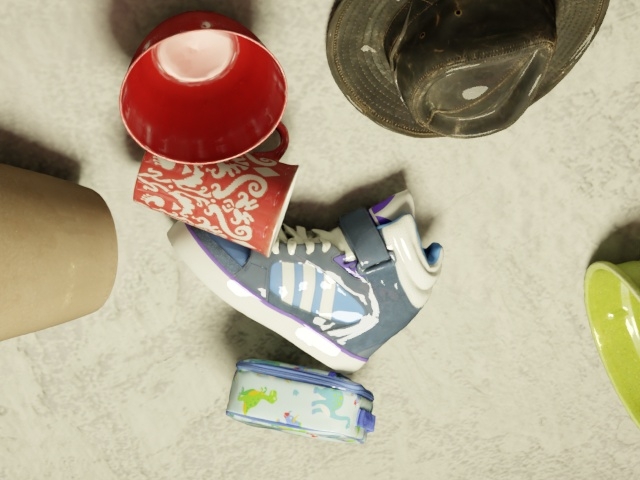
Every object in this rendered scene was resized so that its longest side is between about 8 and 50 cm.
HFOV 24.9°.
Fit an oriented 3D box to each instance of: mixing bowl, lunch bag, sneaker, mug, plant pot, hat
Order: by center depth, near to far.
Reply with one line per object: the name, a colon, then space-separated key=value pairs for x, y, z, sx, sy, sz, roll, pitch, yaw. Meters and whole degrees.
mixing bowl: x=-0.132 y=-0.183 z=1.584 sx=0.181 sy=0.098 sz=0.181 roll=-7 pitch=134 yaw=-7
hat: x=0.176 y=-0.208 z=1.607 sx=0.331 sy=0.134 sz=0.331 roll=-6 pitch=133 yaw=-6
plant pot: x=-0.360 y=0.012 z=1.639 sx=0.229 sy=0.263 sz=0.263 roll=-1 pitch=135 yaw=-35
mug: x=-0.117 y=-0.073 z=1.681 sx=0.169 sy=0.150 sz=0.113 roll=18 pitch=141 yaw=0
sneaker: x=0.000 y=0.000 z=1.789 sx=0.323 sy=0.130 sz=0.236 roll=36 pitch=100 yaw=-23
lunch bag: x=-0.019 y=0.212 z=1.900 sx=0.176 sy=0.090 sz=0.219 roll=11 pitch=172 yaw=12
plant pot: x=0.525 y=0.113 z=1.919 sx=0.254 sy=0.276 sz=0.276 roll=-21 pitch=134 yaw=-9
